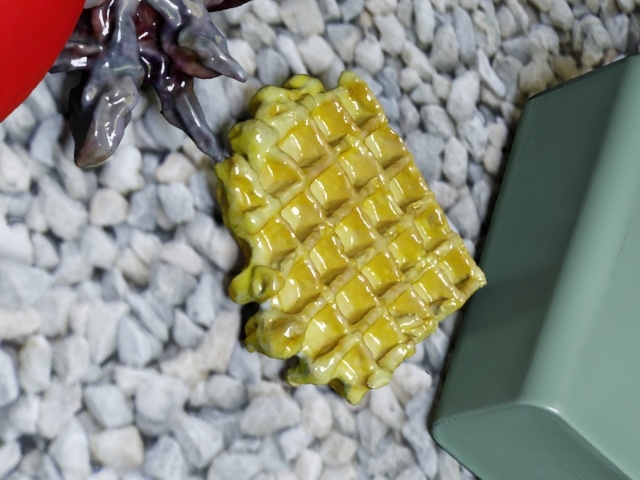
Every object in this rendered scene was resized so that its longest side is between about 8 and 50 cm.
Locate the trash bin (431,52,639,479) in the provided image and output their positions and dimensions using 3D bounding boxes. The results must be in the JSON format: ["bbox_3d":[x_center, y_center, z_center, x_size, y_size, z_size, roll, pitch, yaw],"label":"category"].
[{"bbox_3d":[0.236,0.058,1.452,0.223,0.158,0.343,41,55,-26],"label":"trash bin"}]

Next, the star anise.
[{"bbox_3d":[-0.127,-0.183,1.212,0.212,0.129,0.283,19,56,-21],"label":"star anise"}]

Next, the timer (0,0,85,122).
[{"bbox_3d":[-0.293,-0.204,0.931,0.378,0.279,0.378,16,65,-38],"label":"timer"}]

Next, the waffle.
[{"bbox_3d":[0.000,0.000,1.304,0.229,0.057,0.219,57,44,-11],"label":"waffle"}]
